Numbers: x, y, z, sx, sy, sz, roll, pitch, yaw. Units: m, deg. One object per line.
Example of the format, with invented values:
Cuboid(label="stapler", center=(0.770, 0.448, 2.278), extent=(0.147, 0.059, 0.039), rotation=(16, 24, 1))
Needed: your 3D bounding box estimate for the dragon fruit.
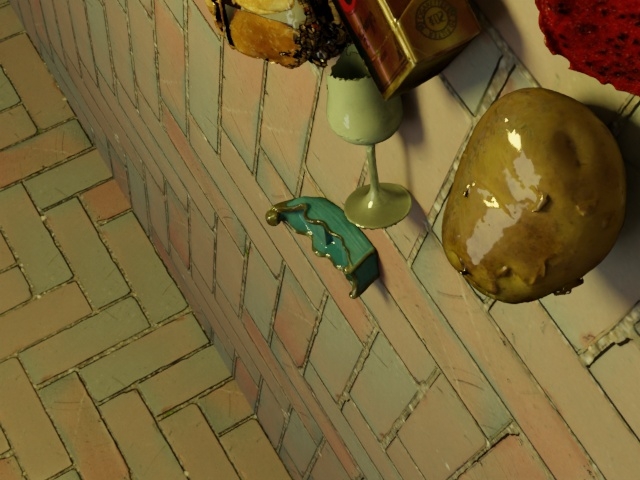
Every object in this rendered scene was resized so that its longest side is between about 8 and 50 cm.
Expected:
Cuboid(label="dragon fruit", center=(0.187, -0.137, 0.567), extent=(0.162, 0.083, 0.106), rotation=(22, 152, -6))

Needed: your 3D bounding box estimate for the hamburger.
Cuboid(label="hamburger", center=(-0.049, -0.281, 1.027), extent=(0.231, 0.107, 0.231), rotation=(48, 154, 34))

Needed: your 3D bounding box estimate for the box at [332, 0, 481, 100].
Cuboid(label="box", center=(0.037, -0.247, 0.851), extent=(0.240, 0.071, 0.159), rotation=(63, 172, -1))

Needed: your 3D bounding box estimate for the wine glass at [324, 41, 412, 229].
Cuboid(label="wine glass", center=(0.050, -0.106, 1.044), extent=(0.079, 0.079, 0.195), rotation=(46, 156, 42))

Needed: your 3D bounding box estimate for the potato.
Cuboid(label="potato", center=(0.163, -0.034, 0.769), extent=(0.137, 0.137, 0.176), rotation=(54, 139, 25))

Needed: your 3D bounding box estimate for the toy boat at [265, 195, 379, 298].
Cuboid(label="toy boat", center=(0.000, 0.000, 1.341), extent=(0.185, 0.077, 0.075), rotation=(49, 159, 37))
